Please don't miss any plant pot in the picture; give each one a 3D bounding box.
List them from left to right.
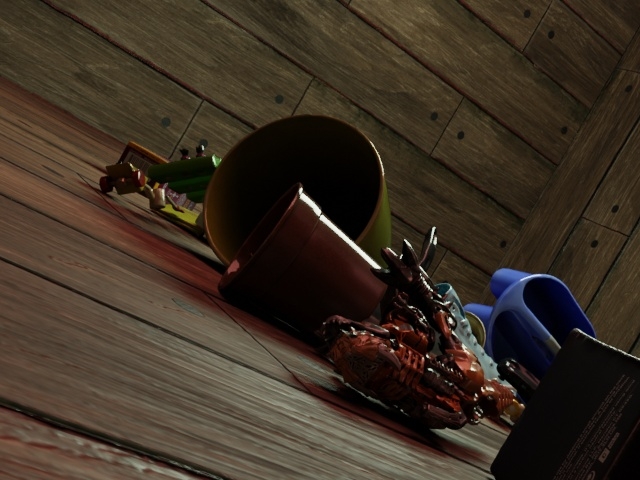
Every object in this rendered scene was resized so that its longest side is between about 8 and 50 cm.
[{"bbox_3d":[-0.013,0.041,1.234,0.165,0.167,0.167,37,0,-10],"label":"plant pot"},{"bbox_3d":[0.000,0.000,1.521,0.275,0.275,0.293,31,-14,30],"label":"plant pot"}]

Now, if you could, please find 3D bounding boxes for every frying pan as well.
[{"bbox_3d":[0.138,0.063,1.548,0.053,0.326,0.197,-9,-37,18],"label":"frying pan"}]

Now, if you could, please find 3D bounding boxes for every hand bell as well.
[{"bbox_3d":[0.309,0.247,1.978,0.126,0.126,0.242,31,-10,39],"label":"hand bell"}]

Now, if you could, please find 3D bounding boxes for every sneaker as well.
[{"bbox_3d":[0.221,0.161,1.695,0.366,0.150,0.135,30,3,-24],"label":"sneaker"}]

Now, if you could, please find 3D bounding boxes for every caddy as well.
[{"bbox_3d":[0.458,0.218,2.112,0.341,0.241,0.179,51,-16,-26],"label":"caddy"}]

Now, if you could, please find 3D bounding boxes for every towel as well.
[{"bbox_3d":[-0.249,-0.038,1.809,0.102,0.021,0.237,25,3,-2],"label":"towel"}]

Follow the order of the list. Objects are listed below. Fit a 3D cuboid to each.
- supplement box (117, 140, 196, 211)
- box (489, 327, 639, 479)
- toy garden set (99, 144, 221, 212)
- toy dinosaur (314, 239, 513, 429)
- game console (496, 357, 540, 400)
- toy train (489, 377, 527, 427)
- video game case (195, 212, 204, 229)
[{"bbox_3d":[-0.325,-0.126,1.995,0.104,0.081,0.188,30,2,21],"label":"supplement box"},{"bbox_3d":[0.354,0.249,0.846,0.343,0.179,0.312,31,3,2],"label":"box"},{"bbox_3d":[-0.221,-0.096,1.601,0.204,0.049,0.244,-9,-14,15],"label":"toy garden set"},{"bbox_3d":[0.107,0.144,1.092,0.218,0.164,0.322,52,-1,45],"label":"toy dinosaur"},{"bbox_3d":[0.435,0.320,1.614,0.361,0.044,0.213,41,3,10],"label":"game console"},{"bbox_3d":[0.291,0.263,1.594,0.125,0.046,0.166,40,5,40],"label":"toy train"},{"bbox_3d":[-0.096,0.025,1.795,0.204,0.025,0.285,37,7,14],"label":"video game case"}]
